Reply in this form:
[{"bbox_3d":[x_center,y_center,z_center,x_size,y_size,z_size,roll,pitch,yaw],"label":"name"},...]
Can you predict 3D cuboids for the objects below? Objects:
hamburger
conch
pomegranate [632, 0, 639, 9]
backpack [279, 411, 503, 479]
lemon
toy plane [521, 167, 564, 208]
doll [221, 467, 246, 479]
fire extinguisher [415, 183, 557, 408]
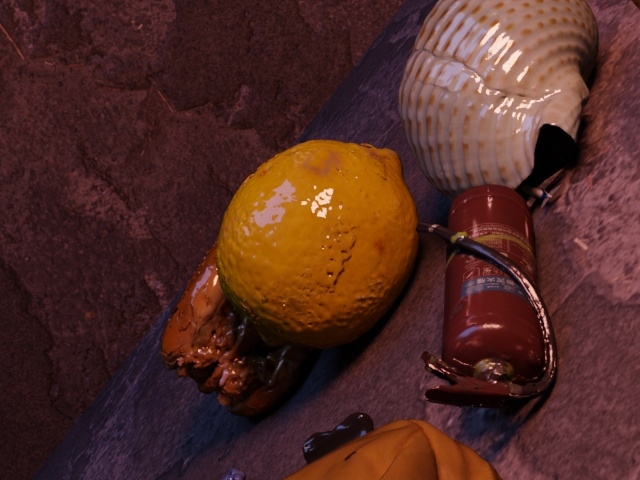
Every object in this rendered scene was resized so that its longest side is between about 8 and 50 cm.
[{"bbox_3d":[-0.113,0.120,1.668,0.260,0.211,0.245,-57,8,2],"label":"hamburger"},{"bbox_3d":[0.205,-0.191,1.363,0.303,0.215,0.319,-59,2,25],"label":"conch"},{"bbox_3d":[0.380,-0.284,1.043,0.209,0.209,0.209,-49,14,17],"label":"pomegranate"},{"bbox_3d":[-0.013,0.286,0.809,0.353,0.201,0.378,-32,12,26],"label":"backpack"},{"bbox_3d":[0.000,0.000,1.467,0.310,0.258,0.258,-53,14,2],"label":"lemon"},{"bbox_3d":[0.251,-0.055,1.271,0.078,0.024,0.084,-50,7,-1],"label":"toy plane"},{"bbox_3d":[-0.129,0.350,1.430,0.110,0.067,0.206,-64,0,13],"label":"doll"},{"bbox_3d":[0.157,0.057,1.086,0.341,0.141,0.105,-75,-5,-59],"label":"fire extinguisher"}]
